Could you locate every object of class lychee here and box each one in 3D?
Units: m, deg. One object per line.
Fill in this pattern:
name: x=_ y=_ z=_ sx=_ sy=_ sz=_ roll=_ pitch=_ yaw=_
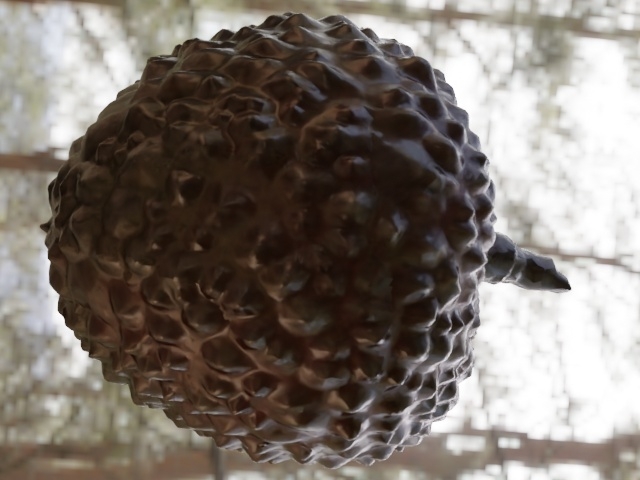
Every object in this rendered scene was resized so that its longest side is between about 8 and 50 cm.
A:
lychee: x=0.000 y=0.000 z=0.653 sx=0.165 sy=0.197 sz=0.165 roll=179 pitch=-90 yaw=-80
